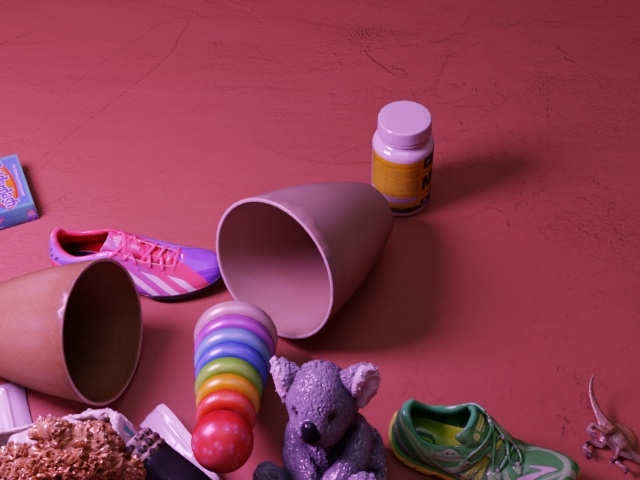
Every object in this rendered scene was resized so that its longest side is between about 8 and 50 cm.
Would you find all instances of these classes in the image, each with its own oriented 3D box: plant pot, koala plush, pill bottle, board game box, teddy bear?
[{"bbox_3d":[-0.463,0.149,1.588,0.255,0.237,0.237,-1,46,20],"label":"plant pot"},{"bbox_3d":[0.005,0.269,1.419,0.196,0.221,0.203,1,24,22],"label":"koala plush"},{"bbox_3d":[0.156,-0.156,1.839,0.119,0.208,0.119,-1,48,1],"label":"pill bottle"},{"bbox_3d":[0.000,0.000,1.704,0.257,0.256,0.274,30,38,25],"label":"plant pot"},{"bbox_3d":[-0.680,-0.078,1.896,0.210,0.047,0.160,-19,50,-16],"label":"board game box"},{"bbox_3d":[-0.370,0.361,1.294,0.338,0.245,0.113,-23,10,38],"label":"teddy bear"}]

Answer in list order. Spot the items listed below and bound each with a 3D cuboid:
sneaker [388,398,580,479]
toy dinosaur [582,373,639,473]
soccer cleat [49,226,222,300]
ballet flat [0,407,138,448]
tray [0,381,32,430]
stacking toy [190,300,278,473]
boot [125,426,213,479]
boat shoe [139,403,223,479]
[{"bbox_3d":[0.245,0.321,1.459,0.296,0.123,0.109,14,49,13],"label":"sneaker"},{"bbox_3d":[0.457,0.308,1.528,0.093,0.053,0.183,-15,55,-33],"label":"toy dinosaur"},{"bbox_3d":[-0.333,0.034,1.739,0.319,0.116,0.108,3,48,4],"label":"soccer cleat"},{"bbox_3d":[-0.479,0.328,1.453,0.409,0.147,0.147,-13,49,-12],"label":"ballet flat"},{"bbox_3d":[-0.606,0.314,1.549,0.271,0.030,0.145,-17,49,-14],"label":"tray"},{"bbox_3d":[-0.136,0.230,1.474,0.141,0.141,0.330,-3,27,-1],"label":"stacking toy"},{"bbox_3d":[-0.198,0.342,1.350,0.178,0.236,0.085,43,76,4],"label":"boot"},{"bbox_3d":[-0.220,0.332,1.504,0.063,0.066,0.184,-40,59,-13],"label":"boat shoe"}]
